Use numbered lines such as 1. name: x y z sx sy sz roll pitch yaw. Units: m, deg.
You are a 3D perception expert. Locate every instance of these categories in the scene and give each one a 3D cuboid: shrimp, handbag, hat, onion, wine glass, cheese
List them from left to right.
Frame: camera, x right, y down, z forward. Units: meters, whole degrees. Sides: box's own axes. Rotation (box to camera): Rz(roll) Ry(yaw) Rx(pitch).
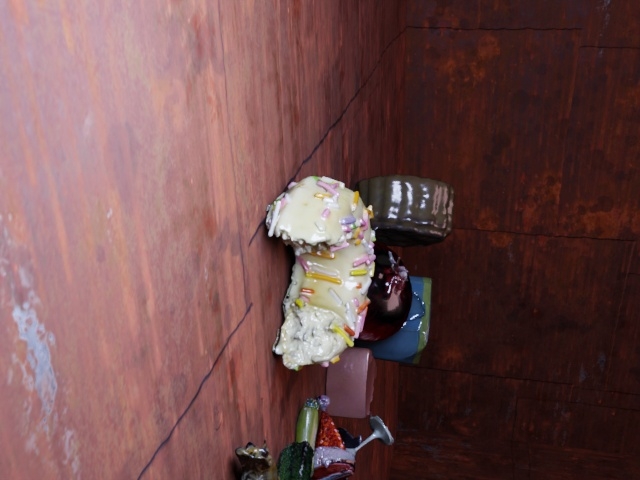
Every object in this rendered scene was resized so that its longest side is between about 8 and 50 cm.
1. shrimp: -0.118 0.434 1.128 0.253 0.058 0.173 84 23 -52
2. hat: 0.010 0.491 1.680 0.140 0.129 0.227 -45 -142 36
3. cheese: 0.091 0.362 1.901 0.202 0.128 0.176 -68 159 -53
4. wine glass: 0.098 0.552 1.811 0.183 0.122 0.122 -27 132 -27
5. onion: 0.151 0.122 1.780 0.273 0.285 0.272 21 57 -36
6. handbag: 0.193 0.223 2.006 0.222 0.241 0.262 95 5 -62

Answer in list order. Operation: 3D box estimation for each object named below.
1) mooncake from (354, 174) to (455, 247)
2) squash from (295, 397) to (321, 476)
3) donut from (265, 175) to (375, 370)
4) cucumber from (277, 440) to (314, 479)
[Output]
1. mooncake: 0.257 -0.086 2.109 0.324 0.324 0.187 43 51 -75
2. squash: -0.033 0.447 1.532 0.052 0.052 0.183 63 31 -67
3. donut: 0.009 0.052 1.318 0.307 0.150 0.370 -51 144 -58
4. cucumber: -0.050 0.462 1.299 0.265 0.077 0.077 -90 -177 -84
